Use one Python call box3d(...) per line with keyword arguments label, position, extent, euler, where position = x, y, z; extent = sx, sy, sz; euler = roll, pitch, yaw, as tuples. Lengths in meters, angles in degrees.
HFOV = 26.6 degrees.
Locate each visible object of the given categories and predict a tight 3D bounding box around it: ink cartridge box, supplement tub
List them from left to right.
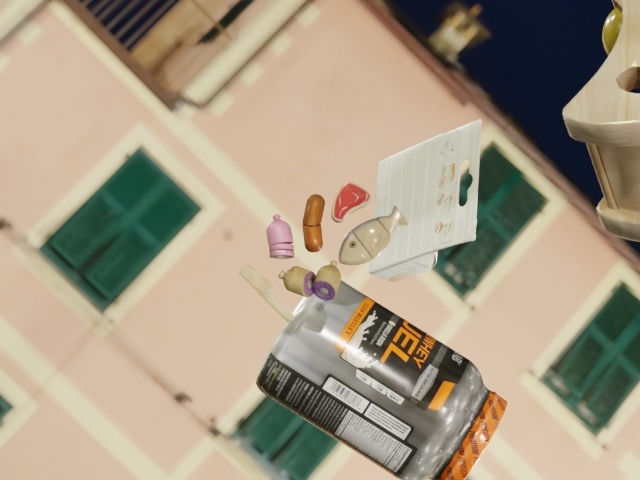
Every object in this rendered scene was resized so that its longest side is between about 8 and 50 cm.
box3d(label="supplement tub", position=(0.052, 0.122, 1.132), extent=(0.190, 0.117, 0.117), euler=(31, -17, 4))
box3d(label="ink cartridge box", position=(0.128, -0.043, 1.513), extent=(0.045, 0.145, 0.179), euler=(20, -24, -34))

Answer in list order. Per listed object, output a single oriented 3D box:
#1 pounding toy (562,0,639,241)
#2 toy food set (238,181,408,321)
box3d(label="pounding toy", position=(0.220, -0.054, 0.749), extent=(0.269, 0.154, 0.155), euler=(-98, 164, -59))
box3d(label="toy food set", position=(0.000, 0.000, 1.030), extent=(0.078, 0.122, 0.019), euler=(45, -9, 5))
